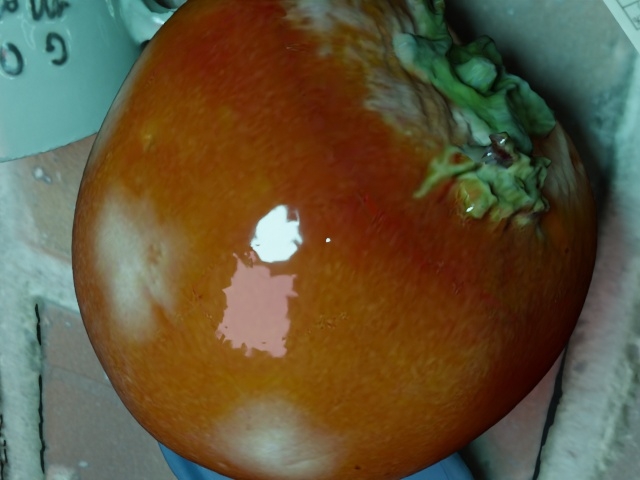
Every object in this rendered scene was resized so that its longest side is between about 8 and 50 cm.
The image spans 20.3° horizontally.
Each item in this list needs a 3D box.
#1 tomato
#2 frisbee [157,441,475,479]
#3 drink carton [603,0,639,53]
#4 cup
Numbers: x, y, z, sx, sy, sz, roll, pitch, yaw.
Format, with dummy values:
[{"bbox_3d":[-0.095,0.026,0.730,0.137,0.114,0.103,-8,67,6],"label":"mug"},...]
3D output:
[{"bbox_3d":[0.000,0.000,1.071,0.321,0.321,0.321,18,132,21],"label":"tomato"},{"bbox_3d":[-0.001,0.168,1.395,0.289,0.049,0.289,19,136,19],"label":"frisbee"},{"bbox_3d":[0.204,-0.194,0.848,0.132,0.194,0.324,-17,119,43],"label":"drink carton"},{"bbox_3d":[-0.186,-0.193,1.166,0.258,0.186,0.234,-9,114,4],"label":"cup"}]
